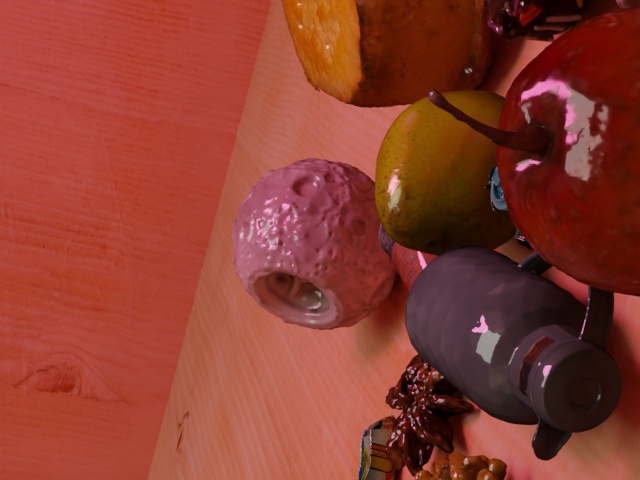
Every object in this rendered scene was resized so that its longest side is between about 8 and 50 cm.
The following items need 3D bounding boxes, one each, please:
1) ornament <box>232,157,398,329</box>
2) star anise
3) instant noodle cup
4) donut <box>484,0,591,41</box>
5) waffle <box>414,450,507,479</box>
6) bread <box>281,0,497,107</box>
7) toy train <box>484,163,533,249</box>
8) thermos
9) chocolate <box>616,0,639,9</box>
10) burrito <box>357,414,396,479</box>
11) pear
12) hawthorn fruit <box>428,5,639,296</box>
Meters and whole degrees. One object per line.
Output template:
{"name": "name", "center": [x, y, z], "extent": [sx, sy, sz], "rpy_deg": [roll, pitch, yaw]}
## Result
{"name": "ornament", "center": [0.000, 0.000, 1.649], "extent": [0.259, 0.259, 0.225], "rpy_deg": [-53, 13, 57]}
{"name": "star anise", "center": [0.125, 0.189, 1.389], "extent": [0.177, 0.073, 0.234], "rpy_deg": [-62, 13, 20]}
{"name": "instant noodle cup", "center": [0.146, 0.028, 1.369], "extent": [0.135, 0.127, 0.127], "rpy_deg": [-105, 30, -44]}
{"name": "donut", "center": [0.259, -0.342, 1.218], "extent": [0.270, 0.103, 0.269], "rpy_deg": [-167, 90, -86]}
{"name": "waffle", "center": [0.146, 0.373, 1.174], "extent": [0.260, 0.069, 0.292], "rpy_deg": [141, 137, -70]}
{"name": "bread", "center": [0.088, -0.355, 1.502], "extent": [0.398, 0.215, 0.398], "rpy_deg": [165, 90, -74]}
{"name": "toy train", "center": [0.249, -0.080, 1.097], "extent": [0.154, 0.107, 0.197], "rpy_deg": [-155, 78, -67]}
{"name": "thermos", "center": [0.198, 0.087, 1.078], "extent": [0.182, 0.145, 0.286], "rpy_deg": [-68, 18, 4]}
{"name": "chocolate", "center": [0.333, -0.312, 0.992], "extent": [0.214, 0.093, 0.148], "rpy_deg": [118, 157, -44]}
{"name": "burrito", "center": [0.060, 0.378, 1.492], "extent": [0.104, 0.054, 0.288], "rpy_deg": [139, 141, -66]}
{"name": "pear", "center": [0.150, -0.067, 1.250], "extent": [0.219, 0.187, 0.187], "rpy_deg": [-56, -3, -43]}
{"name": "hawthorn fruit", "center": [0.247, -0.069, 0.874], "extent": [0.231, 0.263, 0.235], "rpy_deg": [-63, -27, -43]}
